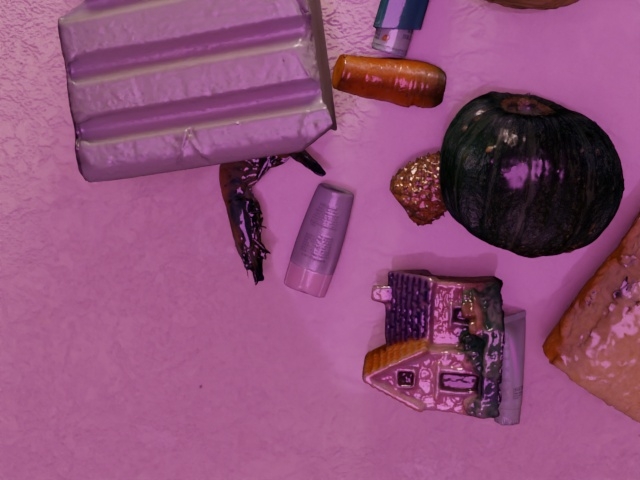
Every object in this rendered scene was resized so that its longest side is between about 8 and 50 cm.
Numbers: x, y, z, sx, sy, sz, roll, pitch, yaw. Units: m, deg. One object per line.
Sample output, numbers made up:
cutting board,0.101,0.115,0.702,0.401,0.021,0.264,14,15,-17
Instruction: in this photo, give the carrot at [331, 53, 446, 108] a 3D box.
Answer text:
carrot,0.118,-0.273,1.850,0.193,0.087,0.087,8,102,-8

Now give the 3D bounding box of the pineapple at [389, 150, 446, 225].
pineapple,0.240,-0.133,1.861,0.251,0.125,0.125,-35,95,7

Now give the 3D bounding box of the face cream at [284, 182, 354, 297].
face cream,0.000,0.000,1.942,0.084,0.057,0.198,21,105,8

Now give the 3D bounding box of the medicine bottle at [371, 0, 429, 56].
medicine bottle,0.134,-0.445,1.827,0.124,0.079,0.258,13,103,-1

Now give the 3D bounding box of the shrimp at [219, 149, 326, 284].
shrimp,-0.078,-0.060,1.917,0.198,0.051,0.262,-11,85,19

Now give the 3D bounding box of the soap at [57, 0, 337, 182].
soap,-0.202,-0.294,1.821,0.435,0.213,0.350,-11,95,9

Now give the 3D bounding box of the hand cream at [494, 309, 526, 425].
hand cream,0.340,0.229,1.946,0.050,0.078,0.205,15,109,45

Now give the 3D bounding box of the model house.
model house,0.192,0.177,1.878,0.237,0.202,0.237,2,101,5

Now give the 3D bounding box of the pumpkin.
pumpkin,0.356,-0.089,1.763,0.293,0.197,0.263,4,110,-19

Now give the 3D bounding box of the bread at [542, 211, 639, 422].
bread,0.569,0.101,1.839,0.236,0.165,0.375,35,102,-5

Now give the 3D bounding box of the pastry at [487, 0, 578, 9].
pastry,0.330,-0.541,1.649,0.312,0.388,0.388,42,104,24
